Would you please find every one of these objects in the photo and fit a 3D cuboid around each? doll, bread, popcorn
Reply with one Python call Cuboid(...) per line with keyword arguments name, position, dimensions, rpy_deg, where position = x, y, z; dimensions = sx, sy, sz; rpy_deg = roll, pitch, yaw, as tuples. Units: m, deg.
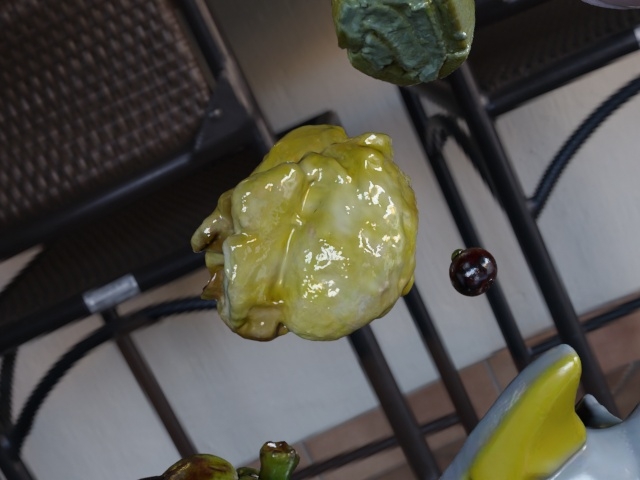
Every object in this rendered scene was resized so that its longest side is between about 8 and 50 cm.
Cuboid(name="doll", position=(0.095, 0.166, 0.549), dimensions=(0.316, 0.146, 0.103), rpy_deg=(-54, 8, 33))
Cuboid(name="bread", position=(0.120, -0.307, 1.450), dimensions=(0.186, 0.257, 0.124), rpy_deg=(-12, 62, 23))
Cuboid(name="popcorn", position=(-0.001, 0.000, 0.979), dimensions=(0.253, 0.190, 0.191), rpy_deg=(-43, -13, -34))

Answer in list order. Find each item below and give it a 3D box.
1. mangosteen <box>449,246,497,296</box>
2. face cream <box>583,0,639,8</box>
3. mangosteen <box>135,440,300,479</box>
Cuboid(name="mangosteen", position=(0.236, 0.047, 1.663), dimensions=(0.081, 0.081, 0.081), rpy_deg=(-23, 15, 7))
Cuboid(name="face cream", position=(0.219, -0.272, 0.630), dimensions=(0.107, 0.269, 0.073), rpy_deg=(5, -10, 45))
Cuboid(name="mangosteen", position=(-0.133, 0.400, 1.196), dimensions=(0.314, 0.296, 0.297), rpy_deg=(-8, 12, -14))
